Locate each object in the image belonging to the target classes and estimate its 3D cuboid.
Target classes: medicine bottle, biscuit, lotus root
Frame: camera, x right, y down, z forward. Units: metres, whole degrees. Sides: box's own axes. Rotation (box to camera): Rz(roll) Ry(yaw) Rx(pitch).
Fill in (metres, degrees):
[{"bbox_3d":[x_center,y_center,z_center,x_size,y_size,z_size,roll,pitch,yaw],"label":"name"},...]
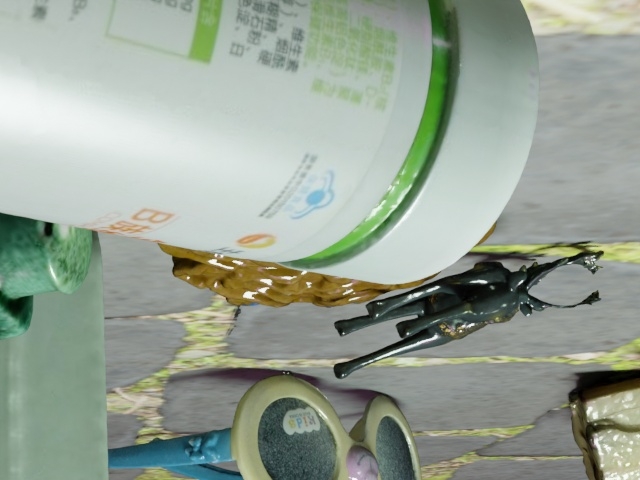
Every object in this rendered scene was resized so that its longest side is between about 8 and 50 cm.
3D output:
[{"bbox_3d":[-0.045,-0.044,0.366,0.183,0.086,0.086,12,159,-41],"label":"medicine bottle"},{"bbox_3d":[0.000,0.000,0.651,0.124,0.026,0.175,-1,165,-4],"label":"biscuit"},{"bbox_3d":[0.213,0.129,1.071,0.135,0.095,0.159,-6,125,-6],"label":"lotus root"}]

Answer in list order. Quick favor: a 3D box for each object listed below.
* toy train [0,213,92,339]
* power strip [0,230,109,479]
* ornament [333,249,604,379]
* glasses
[{"bbox_3d":[-0.196,-0.006,0.488,0.248,0.101,0.159,-7,151,13],"label":"toy train"},{"bbox_3d":[-0.168,0.132,0.663,0.141,0.261,0.229,3,164,-23],"label":"power strip"},{"bbox_3d":[0.068,0.023,0.700,0.125,0.028,0.073,-14,169,-28],"label":"ornament"},{"bbox_3d":[-0.056,0.113,1.052,0.221,0.088,0.190,12,177,36],"label":"glasses"}]
